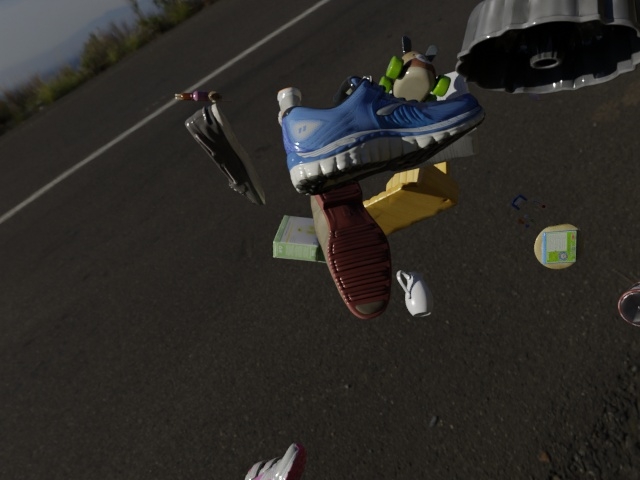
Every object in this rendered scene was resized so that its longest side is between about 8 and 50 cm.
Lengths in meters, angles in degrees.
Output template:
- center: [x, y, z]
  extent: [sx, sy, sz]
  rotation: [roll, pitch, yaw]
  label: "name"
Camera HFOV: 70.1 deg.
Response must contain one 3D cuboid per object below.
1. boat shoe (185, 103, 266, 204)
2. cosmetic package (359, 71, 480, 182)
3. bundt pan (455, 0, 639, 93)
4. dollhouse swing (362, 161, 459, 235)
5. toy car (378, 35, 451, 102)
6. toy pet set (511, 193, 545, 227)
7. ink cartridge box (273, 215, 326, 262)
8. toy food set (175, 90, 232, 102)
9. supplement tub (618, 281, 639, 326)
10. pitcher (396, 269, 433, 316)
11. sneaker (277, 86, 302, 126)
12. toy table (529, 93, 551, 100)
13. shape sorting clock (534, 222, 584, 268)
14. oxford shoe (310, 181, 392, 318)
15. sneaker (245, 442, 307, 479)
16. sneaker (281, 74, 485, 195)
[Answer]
- center: [-0.252, -0.219, 1.259]
  extent: [0.096, 0.335, 0.112]
  rotation: [-21, 43, 4]
  label: "boat shoe"
- center: [0.265, -0.338, 1.385]
  extent: [0.386, 0.156, 0.217]
  rotation: [-10, 67, 20]
  label: "cosmetic package"
- center: [0.426, -0.389, 0.854]
  extent: [0.331, 0.124, 0.331]
  rotation: [4, -2, 0]
  label: "bundt pan"
- center: [0.308, -0.225, 1.754]
  extent: [0.347, 0.315, 0.304]
  rotation: [-25, 55, 39]
  label: "dollhouse swing"
- center: [0.252, -0.455, 1.191]
  extent: [0.149, 0.155, 0.188]
  rotation: [125, 162, -67]
  label: "toy car"
- center: [0.904, -0.140, 2.021]
  extent: [0.122, 0.114, 0.065]
  rotation: [-54, 2, 16]
  label: "toy pet set"
- center: [0.000, 0.000, 1.264]
  extent: [0.235, 0.056, 0.171]
  rotation: [6, 28, 4]
  label: "ink cartridge box"
- center: [-0.243, -0.291, 0.918]
  extent: [0.122, 0.019, 0.078]
  rotation: [11, 20, 23]
  label: "toy food set"
- center: [0.920, 0.171, 1.290]
  extent: [0.106, 0.105, 0.198]
  rotation: [6, 11, 42]
  label: "supplement tub"
- center: [0.432, 0.240, 2.108]
  extent: [0.125, 0.178, 0.206]
  rotation: [-36, 53, 48]
  label: "pitcher"
- center: [-0.101, -0.423, 1.633]
  extent: [0.100, 0.262, 0.120]
  rotation: [-10, 72, 1]
  label: "sneaker"
- center: [0.583, -0.527, 1.277]
  extent: [0.161, 0.252, 0.274]
  rotation: [21, 71, 41]
  label: "toy table"
- center: [1.036, 0.024, 1.981]
  extent: [0.207, 0.206, 0.040]
  rotation: [-19, 12, 14]
  label: "shape sorting clock"
- center: [0.058, 0.006, 0.943]
  extent: [0.123, 0.130, 0.347]
  rotation: [-6, 63, -12]
  label: "oxford shoe"
- center: [-0.135, 0.619, 1.188]
  extent: [0.111, 0.103, 0.252]
  rotation: [38, 96, 27]
  label: "sneaker"
- center: [0.096, -0.179, 0.661]
  extent: [0.330, 0.147, 0.130]
  rotation: [-18, -5, -24]
  label: "sneaker"
